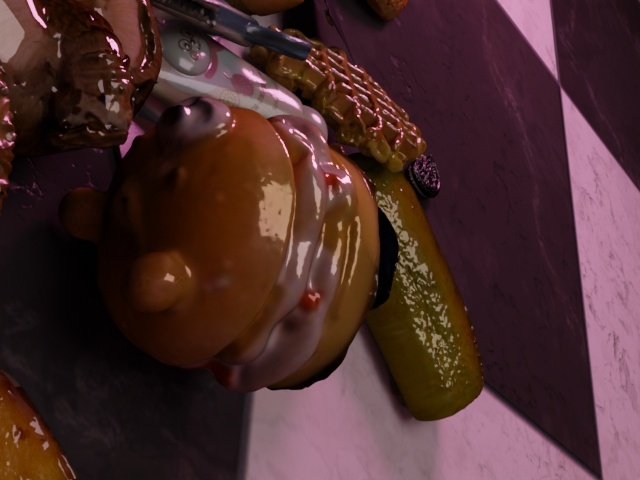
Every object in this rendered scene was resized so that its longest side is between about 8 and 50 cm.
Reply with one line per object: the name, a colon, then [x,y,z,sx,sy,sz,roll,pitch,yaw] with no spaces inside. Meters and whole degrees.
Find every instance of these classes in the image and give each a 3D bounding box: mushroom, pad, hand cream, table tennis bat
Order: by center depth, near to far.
mushroom: [-0.259,-0.185,0.918,0.297,0.163,0.278,-4,67,-58]
table tennis bat: [-0.167,-0.063,1.131,0.158,0.014,0.095,55,32,-19]
hand cream: [-0.122,-0.175,1.212,0.305,0.093,0.147,30,44,-34]
pad: [-0.008,-0.388,1.500,0.159,0.009,0.265,48,22,-68]

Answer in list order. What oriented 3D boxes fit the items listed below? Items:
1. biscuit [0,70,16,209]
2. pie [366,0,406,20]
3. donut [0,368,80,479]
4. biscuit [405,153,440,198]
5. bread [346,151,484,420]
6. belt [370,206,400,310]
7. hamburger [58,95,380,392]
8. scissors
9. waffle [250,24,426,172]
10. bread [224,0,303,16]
biscuit: [-0.350,-0.077,0.702,0.305,0.038,0.305,1,88,-37]
pie: [0.103,-0.502,1.731,0.273,0.069,0.274,-4,90,-77]
donut: [-0.287,0.158,0.721,0.259,0.101,0.152,-16,86,-59]
biscuit: [0.163,-0.107,1.668,0.087,0.027,0.089,35,46,-45]
bread: [0.118,0.060,1.415,0.166,0.112,0.384,-36,104,-59]
belt: [0.000,0.000,1.230,0.198,0.151,0.078,42,44,-24]
hamburger: [-0.101,-0.004,0.981,0.236,0.276,0.276,19,56,-40]
scissors: [-0.114,-0.248,1.170,0.289,0.138,0.041,1,110,-65]
waffle: [0.030,-0.187,1.382,0.249,0.056,0.253,8,39,-51]
bread: [-0.067,-0.350,1.318,0.236,0.140,0.106,-72,152,-62]
